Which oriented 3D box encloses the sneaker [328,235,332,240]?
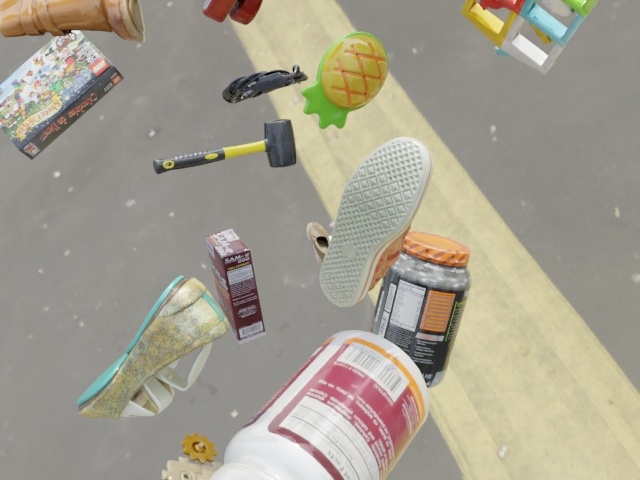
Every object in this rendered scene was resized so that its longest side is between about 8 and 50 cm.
[{"bbox_3d":[0.052,0.022,2.136,0.053,0.144,0.059,-34,71,6],"label":"sneaker"}]

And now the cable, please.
[{"bbox_3d":[-0.121,-0.336,1.580,0.184,0.047,0.150,-15,10,11],"label":"cable"}]

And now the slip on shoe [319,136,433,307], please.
[{"bbox_3d":[0.093,-0.030,1.181,0.123,0.331,0.101,41,43,22],"label":"slip on shoe"}]

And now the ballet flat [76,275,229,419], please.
[{"bbox_3d":[-0.244,0.188,1.072,0.348,0.123,0.123,-46,37,34],"label":"ballet flat"}]

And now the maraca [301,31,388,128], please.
[{"bbox_3d":[0.045,-0.284,1.319,0.185,0.127,0.099,-50,26,2],"label":"maraca"}]

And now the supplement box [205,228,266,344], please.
[{"bbox_3d":[-0.199,0.108,1.740,0.073,0.239,0.130,-18,29,-19],"label":"supplement box"}]

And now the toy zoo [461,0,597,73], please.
[{"bbox_3d":[0.341,-0.392,1.238,0.192,0.293,0.030,39,75,7],"label":"toy zoo"}]

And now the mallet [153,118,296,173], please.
[{"bbox_3d":[-0.112,-0.099,0.917,0.190,0.062,0.039,-23,18,-27],"label":"mallet"}]

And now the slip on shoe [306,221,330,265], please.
[{"bbox_3d":[0.000,0.000,1.745,0.051,0.041,0.135,0,46,-14],"label":"slip on shoe"}]

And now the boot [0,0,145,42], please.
[{"bbox_3d":[-0.402,-0.369,1.180,0.220,0.109,0.283,-14,38,-13],"label":"boot"}]

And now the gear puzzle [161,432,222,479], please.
[{"bbox_3d":[-0.253,0.537,1.549,0.044,0.175,0.339,-59,30,25],"label":"gear puzzle"}]

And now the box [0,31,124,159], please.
[{"bbox_3d":[-0.506,-0.284,1.396,0.233,0.044,0.159,-43,64,-5],"label":"box"}]

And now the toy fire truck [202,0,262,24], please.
[{"bbox_3d":[-0.152,-0.549,1.308,0.254,0.169,0.302,-45,38,45],"label":"toy fire truck"}]

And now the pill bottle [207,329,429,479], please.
[{"bbox_3d":[-0.008,0.334,1.161,0.224,0.224,0.392,7,32,34],"label":"pill bottle"}]

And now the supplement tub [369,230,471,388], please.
[{"bbox_3d":[0.236,0.162,1.766,0.207,0.207,0.338,25,108,41],"label":"supplement tub"}]
